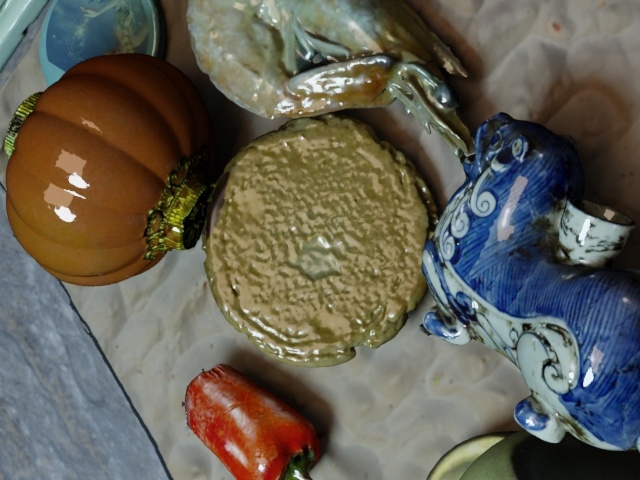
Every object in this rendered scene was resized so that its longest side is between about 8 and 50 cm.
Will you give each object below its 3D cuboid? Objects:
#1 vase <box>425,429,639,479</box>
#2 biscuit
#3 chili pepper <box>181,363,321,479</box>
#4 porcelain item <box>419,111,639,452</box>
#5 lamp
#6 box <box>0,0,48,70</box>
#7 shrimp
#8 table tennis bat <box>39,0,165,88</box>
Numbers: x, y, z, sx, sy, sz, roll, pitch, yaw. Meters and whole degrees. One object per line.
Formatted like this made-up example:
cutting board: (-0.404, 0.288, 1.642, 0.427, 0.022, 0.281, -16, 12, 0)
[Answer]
vase: (0.174, 0.290, 1.143, 0.329, 0.241, 0.302, 43, 131, 52)
biscuit: (0.000, 0.000, 1.276, 0.226, 0.042, 0.226, -1, 83, 9)
chili pepper: (-0.045, 0.193, 1.326, 0.192, 0.086, 0.084, 35, 82, 35)
porcelain item: (0.192, 0.032, 1.110, 0.288, 0.138, 0.186, 45, 124, 49)
lamp: (-0.190, -0.064, 1.323, 0.196, 0.223, 0.223, 28, 107, 13)
box: (-0.383, -0.305, 1.464, 0.312, 0.175, 0.182, -48, 61, 25)
shrimp: (0.006, -0.159, 1.264, 0.168, 0.077, 0.317, -48, 67, 4)
table tennis bat: (-0.244, -0.167, 1.458, 0.149, 0.038, 0.237, 45, 111, 21)
